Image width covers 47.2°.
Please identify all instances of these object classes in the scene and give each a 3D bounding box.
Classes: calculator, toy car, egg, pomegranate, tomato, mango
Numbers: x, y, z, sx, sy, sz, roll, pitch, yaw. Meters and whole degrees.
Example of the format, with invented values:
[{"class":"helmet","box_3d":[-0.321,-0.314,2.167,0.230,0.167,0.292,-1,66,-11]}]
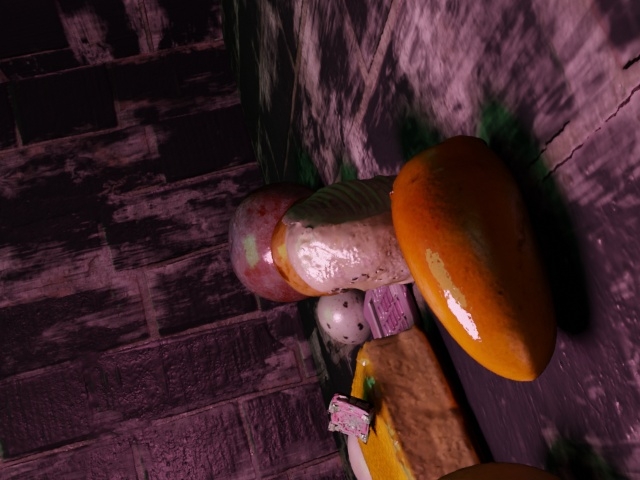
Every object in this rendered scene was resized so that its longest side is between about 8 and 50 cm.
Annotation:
[{"class":"calculator","box_3d":[0.140,0.145,1.407,0.294,0.043,0.194,101,154,-62]},{"class":"toy car","box_3d":[0.051,0.277,1.168,0.142,0.069,0.055,90,-160,-56]},{"class":"egg","box_3d":[0.132,0.432,1.528,0.151,0.151,0.209,85,170,-45]},{"class":"pomegranate","box_3d":[0.000,0.000,1.473,0.215,0.215,0.215,166,90,-81]},{"class":"tomato","box_3d":[-0.094,0.003,1.903,0.316,0.282,0.317,178,90,-77]},{"class":"mango","box_3d":[0.162,0.025,0.765,0.187,0.138,0.257,68,-175,-45]},{"class":"egg","box_3d":[0.062,0.164,1.630,0.164,0.131,0.131,65,-178,-50]}]

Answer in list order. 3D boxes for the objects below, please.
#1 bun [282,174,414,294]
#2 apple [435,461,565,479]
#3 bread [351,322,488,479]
[{"class":"bun","box_3d":[0.071,-0.007,1.011,0.239,0.239,0.141,-126,22,-67]},{"class":"apple","box_3d":[0.192,0.386,0.773,0.292,0.254,0.292,171,90,-81]},{"class":"bread","box_3d":[0.163,0.350,1.243,0.333,0.143,0.324,94,159,-60]}]
